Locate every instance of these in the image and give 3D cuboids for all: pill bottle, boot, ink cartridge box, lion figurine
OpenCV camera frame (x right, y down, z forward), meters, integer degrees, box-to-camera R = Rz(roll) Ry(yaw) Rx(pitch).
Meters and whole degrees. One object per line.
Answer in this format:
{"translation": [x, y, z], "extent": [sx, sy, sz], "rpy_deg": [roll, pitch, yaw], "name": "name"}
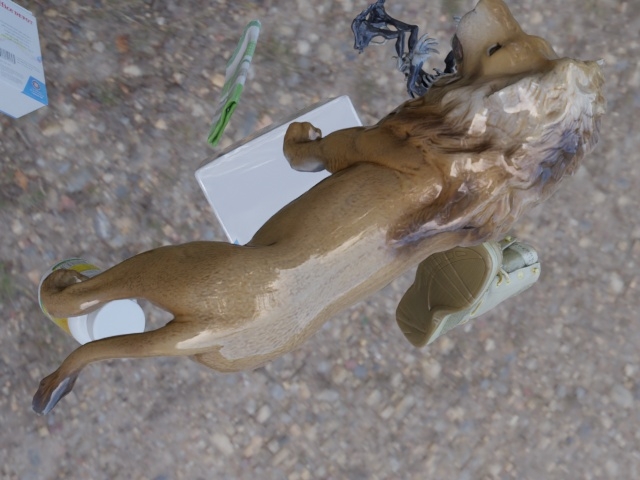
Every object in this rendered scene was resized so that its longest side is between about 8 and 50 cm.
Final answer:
{"translation": [-0.365, 0.107, 1.766], "extent": [0.117, 0.208, 0.117], "rpy_deg": [-10, 109, -33], "name": "pill bottle"}
{"translation": [0.233, 0.041, 1.539], "extent": [0.203, 0.095, 0.262], "rpy_deg": [-24, 158, -29], "name": "boot"}
{"translation": [-0.023, -0.050, 1.356], "extent": [0.197, 0.270, 0.198], "rpy_deg": [-27, 97, -1], "name": "ink cartridge box"}
{"translation": [-0.367, -0.215, 1.261], "extent": [0.052, 0.122, 0.088], "rpy_deg": [-20, 159, 21], "name": "ink cartridge box"}
{"translation": [0.000, 0.000, 0.715], "extent": [0.392, 0.240, 0.142], "rpy_deg": [-42, 113, -22], "name": "lion figurine"}

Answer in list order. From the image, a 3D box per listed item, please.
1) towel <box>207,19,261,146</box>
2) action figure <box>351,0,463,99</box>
{"translation": [-0.119, -0.215, 1.488], "extent": [0.023, 0.113, 0.152], "rpy_deg": [20, 54, -11], "name": "towel"}
{"translation": [0.188, -0.321, 1.910], "extent": [0.164, 0.276, 0.141], "rpy_deg": [-43, 169, -51], "name": "action figure"}
